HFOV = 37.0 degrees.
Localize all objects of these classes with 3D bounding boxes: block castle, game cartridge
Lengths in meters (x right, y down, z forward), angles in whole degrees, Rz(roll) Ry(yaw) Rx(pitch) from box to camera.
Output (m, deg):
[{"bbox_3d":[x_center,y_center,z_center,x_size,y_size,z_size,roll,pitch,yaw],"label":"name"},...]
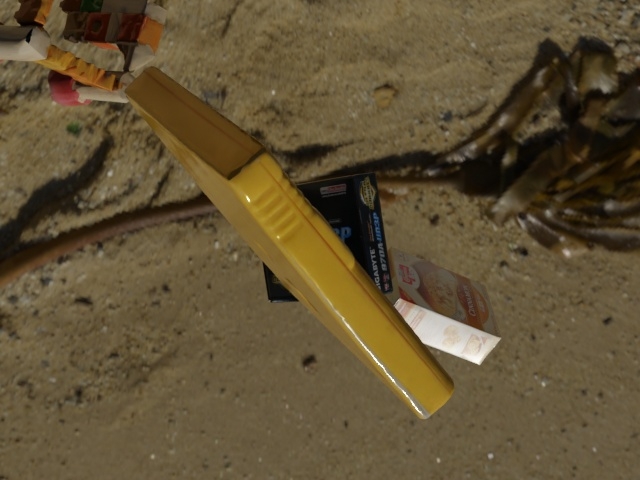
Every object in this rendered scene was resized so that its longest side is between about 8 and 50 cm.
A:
[{"bbox_3d":[-0.426,-0.474,1.620,0.213,0.303,0.453,9,84,30],"label":"block castle"},{"bbox_3d":[-0.034,-0.007,0.874,0.053,0.285,0.323,-41,126,-7],"label":"game cartridge"}]

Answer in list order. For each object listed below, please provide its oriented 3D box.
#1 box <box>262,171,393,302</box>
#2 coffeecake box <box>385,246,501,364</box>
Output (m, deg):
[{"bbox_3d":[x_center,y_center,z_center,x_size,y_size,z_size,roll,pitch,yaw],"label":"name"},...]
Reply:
[{"bbox_3d":[0.000,0.000,1.408,0.051,0.220,0.175,-11,94,-45],"label":"box"},{"bbox_3d":[0.185,0.104,1.547,0.185,0.142,0.068,22,121,-16],"label":"coffeecake box"}]
